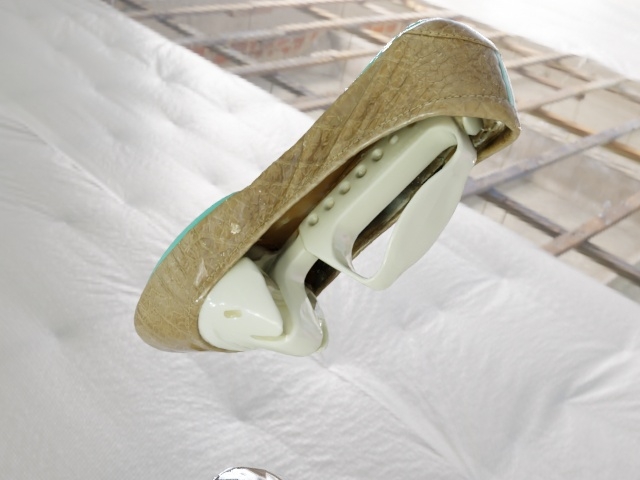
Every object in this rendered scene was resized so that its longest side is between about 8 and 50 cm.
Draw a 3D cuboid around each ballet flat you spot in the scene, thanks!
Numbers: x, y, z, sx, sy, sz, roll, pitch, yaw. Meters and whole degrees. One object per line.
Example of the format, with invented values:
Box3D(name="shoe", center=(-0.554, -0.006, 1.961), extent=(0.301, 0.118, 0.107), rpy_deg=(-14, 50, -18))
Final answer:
Box3D(name="ballet flat", center=(0.000, 0.000, 0.523), extent=(0.116, 0.342, 0.124), rpy_deg=(32, -158, -48))

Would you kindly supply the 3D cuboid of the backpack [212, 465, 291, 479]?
Box3D(name="backpack", center=(-0.168, 0.544, 1.120), extent=(0.273, 0.356, 0.290), rpy_deg=(13, -177, -9))
